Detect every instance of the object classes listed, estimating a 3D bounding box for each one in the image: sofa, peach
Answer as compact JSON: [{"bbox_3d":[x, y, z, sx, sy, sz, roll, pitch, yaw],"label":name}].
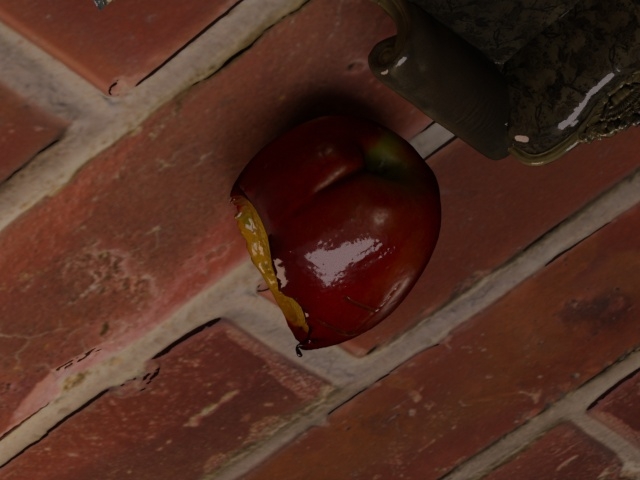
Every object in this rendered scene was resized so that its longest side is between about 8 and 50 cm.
[{"bbox_3d":[0.177,-0.197,1.515,0.258,0.182,0.200,-39,135,21],"label":"sofa"},{"bbox_3d":[0.000,0.000,1.662,0.190,0.196,0.226,36,124,-4],"label":"peach"}]

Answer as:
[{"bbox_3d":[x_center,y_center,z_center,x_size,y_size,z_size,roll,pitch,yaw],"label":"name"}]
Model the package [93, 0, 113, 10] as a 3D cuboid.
[{"bbox_3d":[-0.138,-0.221,1.489,0.110,0.015,0.037,-23,134,1],"label":"package"}]
